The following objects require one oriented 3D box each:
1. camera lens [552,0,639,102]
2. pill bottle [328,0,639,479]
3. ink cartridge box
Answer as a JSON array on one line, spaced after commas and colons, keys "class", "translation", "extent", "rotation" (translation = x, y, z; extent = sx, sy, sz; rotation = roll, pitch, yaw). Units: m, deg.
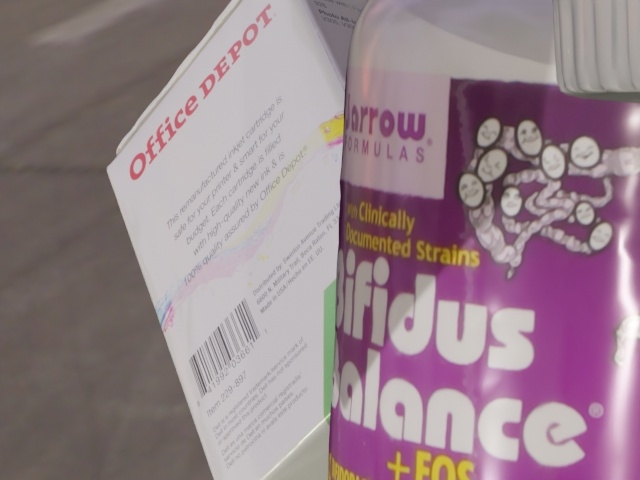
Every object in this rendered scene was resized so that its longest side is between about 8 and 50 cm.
[{"class": "camera lens", "translation": [0.158, -0.164, 0.422], "extent": [0.219, 0.274, 0.219], "rotation": [3, 3, 0]}, {"class": "pill bottle", "translation": [0.088, -0.001, 0.641], "extent": [0.169, 0.301, 0.169], "rotation": [2, 5, 0]}, {"class": "ink cartridge box", "translation": [0.000, 0.000, 0.880], "extent": [0.154, 0.093, 0.212], "rotation": [-47, 50, 30]}]
